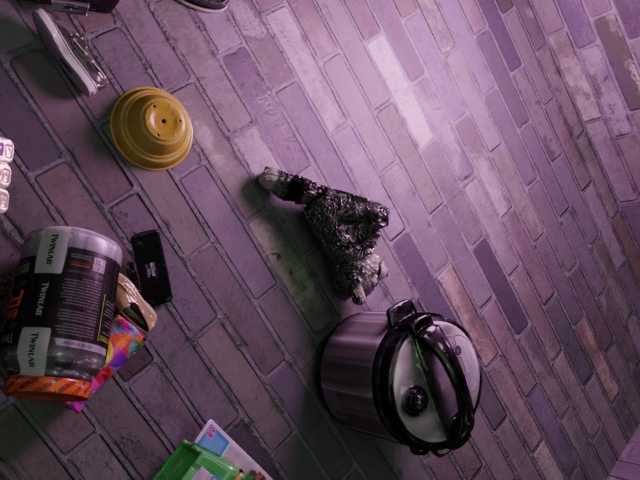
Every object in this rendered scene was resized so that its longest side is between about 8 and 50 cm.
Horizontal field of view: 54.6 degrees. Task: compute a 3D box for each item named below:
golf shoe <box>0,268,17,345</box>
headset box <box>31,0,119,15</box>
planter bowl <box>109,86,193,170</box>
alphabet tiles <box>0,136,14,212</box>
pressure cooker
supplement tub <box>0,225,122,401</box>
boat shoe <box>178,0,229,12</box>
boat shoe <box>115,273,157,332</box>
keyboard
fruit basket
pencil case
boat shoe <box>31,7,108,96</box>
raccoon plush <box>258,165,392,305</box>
[{"bbox_3d":[-0.673,0.157,1.357,0.086,0.067,0.186,36,51,-66],"label":"golf shoe"},{"bbox_3d":[-0.592,-0.677,1.450,0.218,0.110,0.293,-4,87,-33],"label":"headset box"},{"bbox_3d":[-0.406,-0.289,1.551,0.217,0.090,0.217,3,84,-33],"label":"planter bowl"},{"bbox_3d":[-0.763,-0.159,1.272,0.278,0.021,0.284,15,75,-57],"label":"alphabet tiles"},{"bbox_3d":[0.239,0.382,1.718,0.369,0.420,0.376,30,69,-27],"label":"pressure cooker"},{"bbox_3d":[-0.544,0.157,1.306,0.207,0.207,0.338,16,64,-31],"label":"supplement tub"},{"bbox_3d":[-0.368,-0.722,1.601,0.340,0.113,0.127,34,68,-27],"label":"boat shoe"},{"bbox_3d":[-0.462,0.143,1.469,0.068,0.072,0.190,-41,107,8],"label":"boat shoe"},{"bbox_3d":[-0.432,0.072,1.531,0.100,0.038,0.192,-16,106,-30],"label":"keyboard"},{"bbox_3d":[-0.262,0.673,1.515,0.327,0.165,0.353,-50,115,-27],"label":"fruit basket"},{"bbox_3d":[-0.508,0.281,1.426,0.236,0.104,0.104,-46,110,-27],"label":"pencil case"},{"bbox_3d":[-0.586,-0.448,1.459,0.070,0.077,0.219,-44,117,-28],"label":"boat shoe"},{"bbox_3d":[0.000,0.000,1.788,0.446,0.216,0.299,18,89,-1],"label":"raccoon plush"}]
